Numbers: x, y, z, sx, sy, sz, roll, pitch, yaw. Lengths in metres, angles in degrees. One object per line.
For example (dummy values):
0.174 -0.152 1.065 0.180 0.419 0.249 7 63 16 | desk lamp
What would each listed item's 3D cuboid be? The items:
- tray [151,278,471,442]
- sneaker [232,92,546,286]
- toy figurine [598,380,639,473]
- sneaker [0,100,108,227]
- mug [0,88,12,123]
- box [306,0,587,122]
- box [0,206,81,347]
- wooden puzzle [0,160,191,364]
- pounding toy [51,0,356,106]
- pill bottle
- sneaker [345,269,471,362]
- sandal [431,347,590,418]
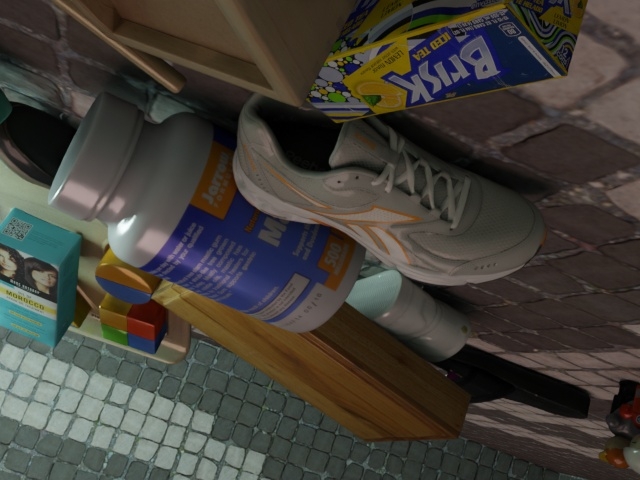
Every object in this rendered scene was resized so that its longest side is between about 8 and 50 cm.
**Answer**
-0.012 0.148 0.978 0.411 0.076 0.203 37 148 -20 | tray
0.050 -0.043 0.552 0.263 0.099 0.121 16 160 5 | sneaker
0.522 0.289 1.021 0.213 0.148 0.209 16 164 9 | toy figurine
-0.250 -0.093 0.796 0.118 0.083 0.222 -13 144 36 | sneaker
-0.382 -0.135 0.675 0.158 0.129 0.097 14 140 47 | mug
0.052 -0.111 0.388 0.059 0.054 0.169 31 161 -35 | box
-0.414 0.062 1.043 0.101 0.060 0.244 24 140 -3 | box
-0.361 0.059 1.118 0.322 0.080 0.347 18 136 4 | wooden puzzle
-0.086 -0.152 0.359 0.206 0.094 0.181 23 172 20 | pounding toy
-0.103 -0.027 0.675 0.272 0.152 0.152 27 163 -26 | pill bottle
0.089 0.128 1.059 0.169 0.108 0.293 30 160 -23 | sneaker
0.270 0.262 1.300 0.446 0.106 0.167 19 164 0 | sandal
